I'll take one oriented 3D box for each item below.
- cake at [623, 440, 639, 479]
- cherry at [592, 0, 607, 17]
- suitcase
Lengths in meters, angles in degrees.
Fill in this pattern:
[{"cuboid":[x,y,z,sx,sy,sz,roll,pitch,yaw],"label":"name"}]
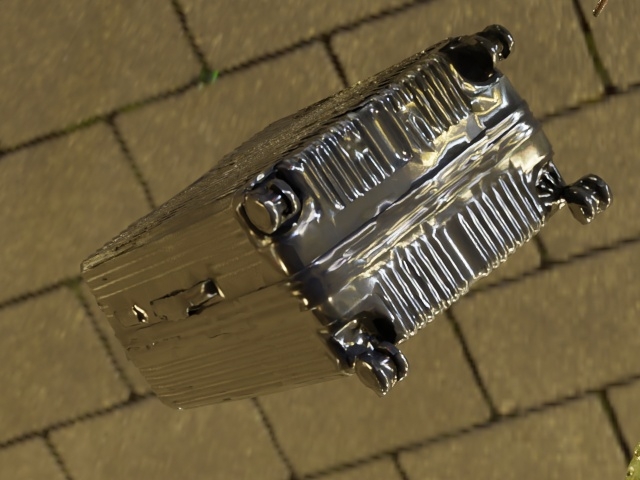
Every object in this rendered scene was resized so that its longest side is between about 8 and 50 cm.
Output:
[{"cuboid":[0.096,0.080,0.502,0.055,0.051,0.140,30,99,24],"label":"cake"},{"cuboid":[0.170,-0.294,1.157,0.175,0.250,0.192,13,151,3],"label":"cherry"},{"cuboid":[0.000,0.000,1.311,0.152,0.229,0.335,57,152,-7],"label":"suitcase"}]
